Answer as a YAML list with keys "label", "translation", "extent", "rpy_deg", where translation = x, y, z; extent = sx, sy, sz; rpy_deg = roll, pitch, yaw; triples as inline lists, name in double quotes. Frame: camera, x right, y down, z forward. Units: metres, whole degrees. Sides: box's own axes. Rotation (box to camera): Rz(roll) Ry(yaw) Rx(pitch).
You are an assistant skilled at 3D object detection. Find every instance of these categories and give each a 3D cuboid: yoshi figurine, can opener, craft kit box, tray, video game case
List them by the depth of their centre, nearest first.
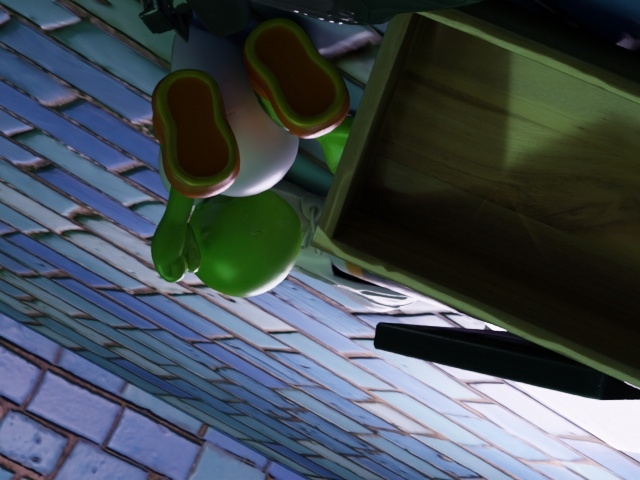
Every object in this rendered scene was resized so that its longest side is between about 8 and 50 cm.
- label: "tray"
  translation: [0.219, -0.013, 1.110]
  extent: [0.410, 0.203, 0.076]
  rpy_deg: [24, -153, 8]
- label: "can opener"
  translation: [-0.141, -0.240, 1.180]
  extent: [0.093, 0.074, 0.280]
  rpy_deg: [-19, 149, 17]
- label: "video game case"
  translation: [0.197, 0.097, 1.297]
  extent: [0.196, 0.026, 0.274]
  rpy_deg: [11, -177, 35]
- label: "yoshi figurine"
  translation: [-0.064, -0.048, 1.436]
  extent: [0.203, 0.203, 0.362]
  rpy_deg: [19, 168, -3]
- label: "craft kit box"
  translation: [0.333, 0.163, 1.761]
  extent: [0.250, 0.061, 0.246]
  rpy_deg: [33, 160, -27]

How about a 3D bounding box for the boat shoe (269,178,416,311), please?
- label: "boat shoe"
  translation: [0.000, 0.000, 1.665]
  extent: [0.267, 0.096, 0.088]
  rpy_deg: [30, 160, -22]

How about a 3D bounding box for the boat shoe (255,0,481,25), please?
- label: "boat shoe"
  translation: [0.012, -0.200, 1.026]
  extent: [0.118, 0.103, 0.320]
  rpy_deg: [12, 178, -27]

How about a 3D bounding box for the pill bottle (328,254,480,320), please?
- label: "pill bottle"
  translation: [0.157, -0.009, 1.269]
  extent: [0.278, 0.162, 0.162]
  rpy_deg: [20, 164, 17]

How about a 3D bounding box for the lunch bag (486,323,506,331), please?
- label: "lunch bag"
  translation: [0.266, 0.075, 1.507]
  extent: [0.176, 0.090, 0.219]
  rpy_deg: [34, 162, -26]
